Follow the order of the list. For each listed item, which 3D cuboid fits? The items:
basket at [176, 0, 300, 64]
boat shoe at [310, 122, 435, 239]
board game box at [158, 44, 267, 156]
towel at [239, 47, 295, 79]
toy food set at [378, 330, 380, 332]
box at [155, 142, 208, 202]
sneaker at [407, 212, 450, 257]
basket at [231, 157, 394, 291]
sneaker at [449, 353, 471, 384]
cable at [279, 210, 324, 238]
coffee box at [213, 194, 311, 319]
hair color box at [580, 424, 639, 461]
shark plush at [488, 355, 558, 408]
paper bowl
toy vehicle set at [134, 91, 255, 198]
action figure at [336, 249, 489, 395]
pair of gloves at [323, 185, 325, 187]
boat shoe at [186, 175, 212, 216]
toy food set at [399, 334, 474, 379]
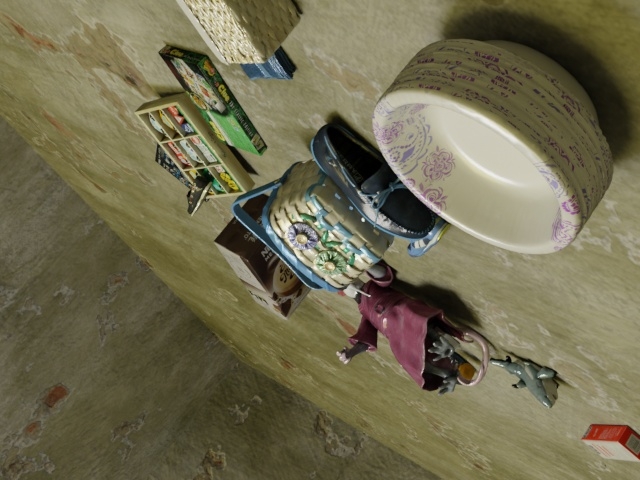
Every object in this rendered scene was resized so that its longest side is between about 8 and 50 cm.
[{"bbox_3d":[-0.119,-0.343,1.236,0.103,0.113,0.167,16,153,42],"label":"basket"},{"bbox_3d":[0.085,-0.095,1.466,0.258,0.109,0.089,35,159,3],"label":"boat shoe"},{"bbox_3d":[-0.212,-0.277,1.737,0.136,0.030,0.260,21,156,39],"label":"board game box"},{"bbox_3d":[-0.096,-0.297,1.444,0.119,0.029,0.067,17,152,51],"label":"towel"},{"bbox_3d":[0.186,0.248,2.288,0.122,0.019,0.078,40,165,-32],"label":"toy food set"},{"bbox_3d":[-0.325,-0.190,2.147,0.175,0.051,0.220,39,163,-2],"label":"box"},{"bbox_3d":[0.184,-0.014,1.563,0.059,0.053,0.144,38,155,0],"label":"sneaker"},{"bbox_3d":[-0.013,-0.028,1.638,0.255,0.201,0.289,42,146,-16],"label":"basket"},{"bbox_3d":[0.280,0.282,2.130,0.209,0.069,0.082,25,-167,13],"label":"sneaker"},{"bbox_3d":[0.000,0.000,2.017,0.139,0.072,0.287,10,164,24],"label":"cable"},{"bbox_3d":[-0.118,0.042,2.123,0.119,0.168,0.297,27,160,32],"label":"coffee box"},{"bbox_3d":[0.615,0.423,1.812,0.072,0.043,0.141,40,162,-5],"label":"hair color box"},{"bbox_3d":[0.423,0.282,1.803,0.161,0.067,0.073,32,162,21],"label":"shark plush"},{"bbox_3d":[0.216,-0.125,1.045,0.284,0.148,0.284,35,162,13],"label":"paper bowl"},{"bbox_3d":[-0.280,-0.206,1.945,0.166,0.035,0.267,-4,132,46],"label":"toy vehicle set"},{"bbox_3d":[0.174,0.155,1.908,0.275,0.248,0.370,-2,-153,-38],"label":"action figure"},{"bbox_3d":[0.039,-0.092,1.724,0.083,0.010,0.074,34,158,18],"label":"pair of gloves"},{"bbox_3d":[-0.287,-0.104,2.010,0.042,0.049,0.133,32,143,-2],"label":"boat shoe"},{"bbox_3d":[0.245,0.262,2.043,0.232,0.111,0.104,41,164,-1],"label":"toy food set"}]
